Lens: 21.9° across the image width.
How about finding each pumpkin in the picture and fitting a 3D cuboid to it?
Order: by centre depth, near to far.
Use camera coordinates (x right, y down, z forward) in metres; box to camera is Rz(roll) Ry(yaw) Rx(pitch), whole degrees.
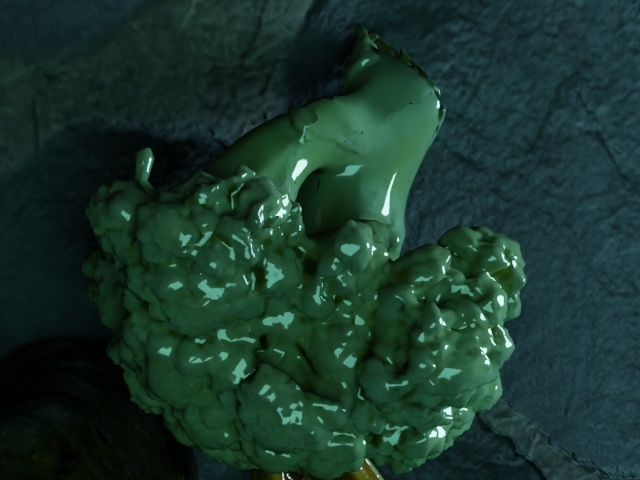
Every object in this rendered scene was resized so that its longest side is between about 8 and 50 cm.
[{"bbox_3d":[-0.219,0.222,1.044,0.325,0.232,0.242,-21,116,-8],"label":"pumpkin"}]

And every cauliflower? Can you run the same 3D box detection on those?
[{"bbox_3d":[0.003,0.021,1.035,0.327,0.260,0.281,26,103,-46],"label":"cauliflower"}]

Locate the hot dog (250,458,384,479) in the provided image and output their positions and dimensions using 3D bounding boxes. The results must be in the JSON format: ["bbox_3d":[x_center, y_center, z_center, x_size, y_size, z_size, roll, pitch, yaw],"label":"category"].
[{"bbox_3d":[0.023,0.214,1.214,0.092,0.062,0.236,-36,118,-5],"label":"hot dog"}]
